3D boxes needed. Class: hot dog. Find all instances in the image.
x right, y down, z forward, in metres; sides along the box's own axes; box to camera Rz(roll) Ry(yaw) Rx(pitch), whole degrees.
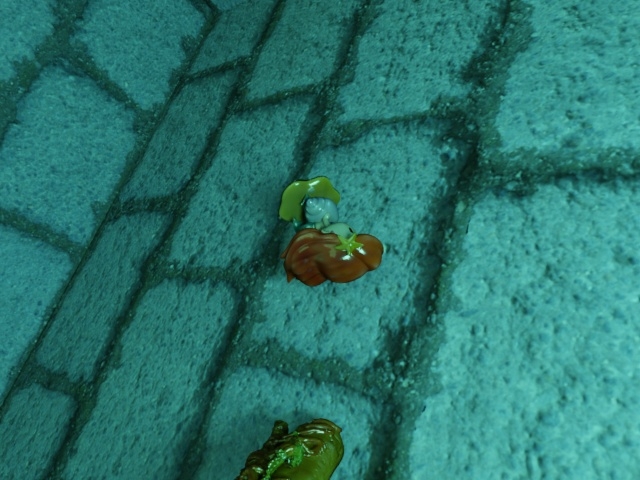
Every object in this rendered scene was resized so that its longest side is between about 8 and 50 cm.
[{"bbox_3d":[-0.078,0.395,0.813,0.158,0.117,0.349,-28,1,28],"label":"hot dog"}]

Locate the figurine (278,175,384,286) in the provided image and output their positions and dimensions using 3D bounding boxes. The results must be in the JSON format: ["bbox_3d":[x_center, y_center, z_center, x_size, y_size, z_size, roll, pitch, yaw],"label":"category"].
[{"bbox_3d":[0.007,0.003,1.126,0.208,0.180,0.257,-10,44,-16],"label":"figurine"}]
